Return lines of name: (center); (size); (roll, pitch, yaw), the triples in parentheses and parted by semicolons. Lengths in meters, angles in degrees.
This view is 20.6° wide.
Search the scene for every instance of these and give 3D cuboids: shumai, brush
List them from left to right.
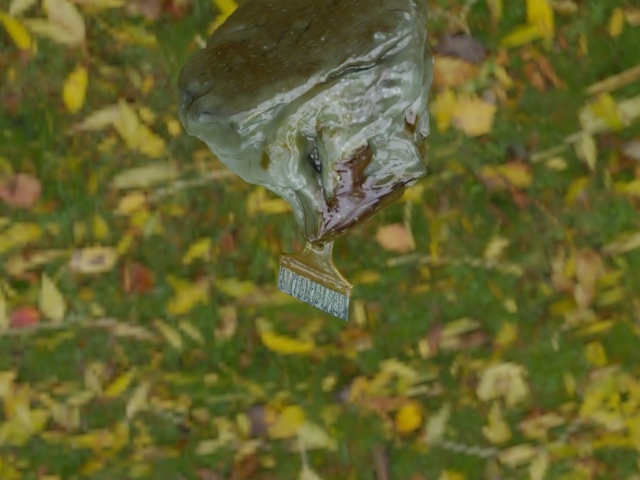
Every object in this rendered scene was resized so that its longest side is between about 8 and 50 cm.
brush: (0.000, 0.000, 1.696); (0.082, 0.010, 0.218); (23, 144, 11)
shumai: (0.017, -0.088, 1.152); (0.184, 0.184, 0.142); (-21, 125, 9)
